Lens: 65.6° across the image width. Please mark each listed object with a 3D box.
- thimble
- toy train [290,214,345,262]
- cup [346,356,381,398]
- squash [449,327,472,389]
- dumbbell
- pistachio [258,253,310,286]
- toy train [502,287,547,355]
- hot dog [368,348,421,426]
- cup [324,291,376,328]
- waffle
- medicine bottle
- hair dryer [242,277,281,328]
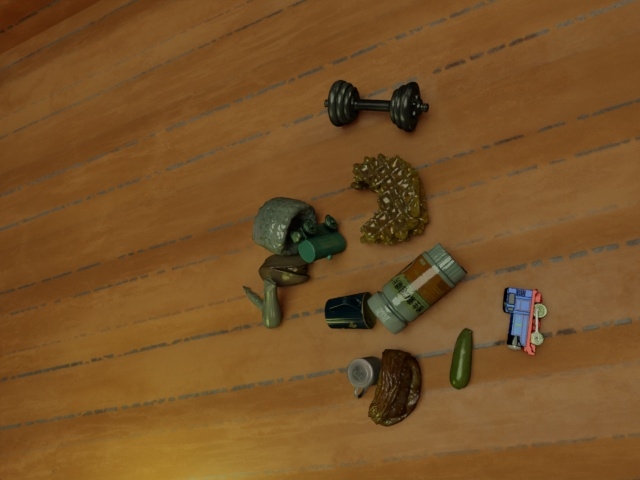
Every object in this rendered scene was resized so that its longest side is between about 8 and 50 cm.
[{"bbox_3d":[-0.143,-0.056,1.874,0.172,0.205,0.250,21,50,31],"label":"thimble"},{"bbox_3d":[0.000,0.000,1.807,0.101,0.248,0.159,-34,80,35],"label":"toy train"},{"bbox_3d":[0.161,0.469,1.700,0.099,0.133,0.136,-12,75,24],"label":"cup"},{"bbox_3d":[0.466,0.387,1.626,0.066,0.066,0.201,9,80,24],"label":"squash"},{"bbox_3d":[0.200,-0.502,1.845,0.406,0.179,0.179,9,84,24],"label":"dumbbell"},{"bbox_3d":[-0.134,0.112,1.895,0.206,0.131,0.129,-4,87,20],"label":"pistachio"},{"bbox_3d":[0.641,0.253,1.567,0.131,0.083,0.204,6,81,23],"label":"toy train"},{"bbox_3d":[0.251,0.498,1.645,0.114,0.175,0.259,9,86,48],"label":"hot dog"},{"bbox_3d":[0.096,0.246,1.754,0.155,0.176,0.131,-10,56,27],"label":"cup"},{"bbox_3d":[0.241,-0.146,1.776,0.261,0.151,0.324,-13,79,15],"label":"waffle"},{"bbox_3d":[0.326,0.160,1.676,0.318,0.158,0.158,-42,67,10],"label":"medicine bottle"},{"bbox_3d":[-0.239,0.209,1.929,0.237,0.075,0.206,26,127,44],"label":"hair dryer"}]
